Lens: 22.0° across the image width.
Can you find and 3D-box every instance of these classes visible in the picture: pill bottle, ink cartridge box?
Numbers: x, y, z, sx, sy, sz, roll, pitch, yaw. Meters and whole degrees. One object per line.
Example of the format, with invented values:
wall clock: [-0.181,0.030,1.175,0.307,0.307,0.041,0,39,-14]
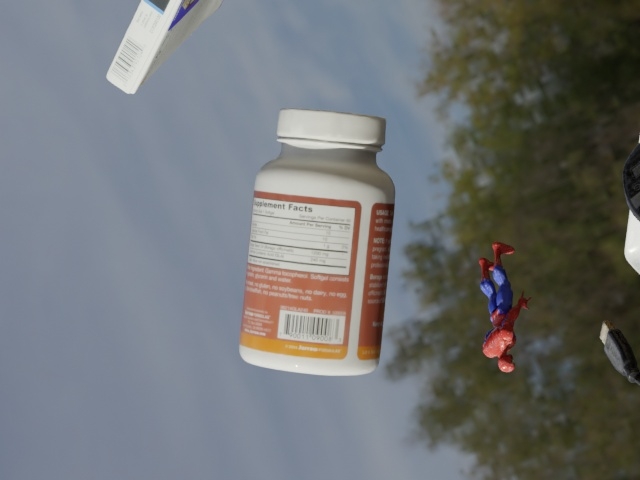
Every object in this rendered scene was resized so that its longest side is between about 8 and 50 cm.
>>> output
pill bottle: [0.000,0.000,1.386,0.121,0.121,0.216,0,-83,-74]
ink cartridge box: [-0.141,-0.288,1.824,0.045,0.206,0.208,36,-135,2]

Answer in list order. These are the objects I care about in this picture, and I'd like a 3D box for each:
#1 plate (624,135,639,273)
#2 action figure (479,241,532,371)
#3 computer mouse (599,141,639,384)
plate: [0.443,-0.002,1.816,0.277,0.045,0.278,53,157,41]
action figure: [0.141,0.055,1.274,0.030,0.038,0.115,25,-136,-20]
computer mouse: [0.309,0.022,1.416,0.060,0.184,0.262,33,-158,-33]
